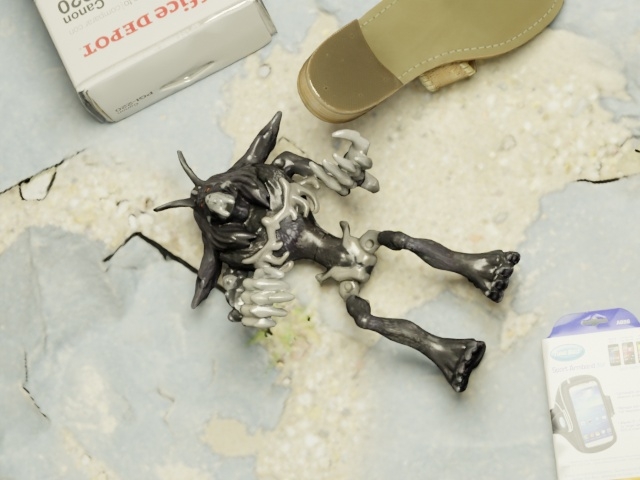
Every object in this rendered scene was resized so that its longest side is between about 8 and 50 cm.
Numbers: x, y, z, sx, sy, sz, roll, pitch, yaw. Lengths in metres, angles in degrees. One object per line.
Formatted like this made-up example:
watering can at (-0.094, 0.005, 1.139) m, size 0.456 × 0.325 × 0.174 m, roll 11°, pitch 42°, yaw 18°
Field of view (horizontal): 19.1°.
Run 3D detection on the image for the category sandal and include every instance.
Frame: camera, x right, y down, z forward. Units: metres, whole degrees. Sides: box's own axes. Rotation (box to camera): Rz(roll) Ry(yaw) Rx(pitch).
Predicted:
sandal at (0.071, -0.148, 1.429) m, size 0.240 × 0.079 × 0.088 m, roll -30°, pitch 86°, yaw -28°

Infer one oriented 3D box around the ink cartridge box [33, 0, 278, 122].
ink cartridge box at (-0.152, -0.225, 1.480) m, size 0.158 × 0.092 × 0.218 m, roll -27°, pitch 76°, yaw 2°

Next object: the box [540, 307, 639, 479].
box at (0.205, 0.119, 1.374) m, size 0.081 × 0.028 × 0.136 m, roll -7°, pitch 74°, yaw 8°

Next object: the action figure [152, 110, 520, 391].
action figure at (0.000, 0.000, 1.378) m, size 0.275 × 0.141 × 0.164 m, roll 22°, pitch 83°, yaw 10°
